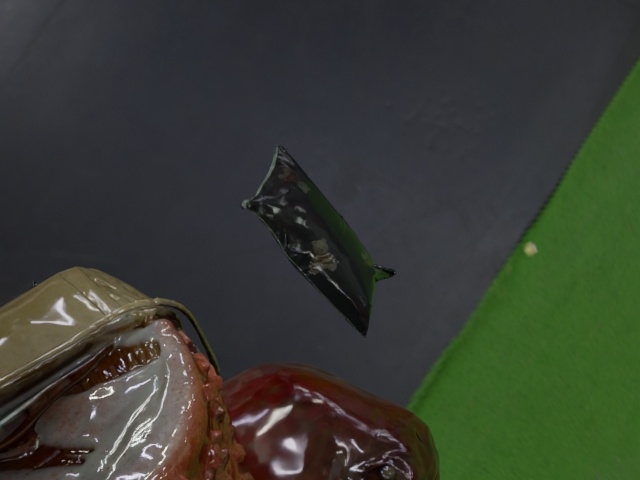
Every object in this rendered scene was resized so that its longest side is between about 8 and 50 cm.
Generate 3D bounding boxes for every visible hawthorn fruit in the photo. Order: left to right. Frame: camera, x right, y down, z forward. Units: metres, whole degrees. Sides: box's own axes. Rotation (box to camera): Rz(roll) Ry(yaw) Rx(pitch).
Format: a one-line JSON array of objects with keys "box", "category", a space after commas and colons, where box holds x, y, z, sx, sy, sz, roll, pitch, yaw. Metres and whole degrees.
[{"box": [-0.011, 0.188, 0.899, 0.248, 0.208, 0.208, -19, 55, 52], "category": "hawthorn fruit"}]

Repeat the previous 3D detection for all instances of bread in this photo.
[{"box": [-0.152, 0.121, 0.686, 0.224, 0.142, 0.212, -33, 43, -13], "category": "bread"}]

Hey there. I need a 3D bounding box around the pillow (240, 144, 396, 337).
[{"box": [-0.001, 0.000, 0.975, 0.048, 0.150, 0.090, -36, 18, 16], "category": "pillow"}]
